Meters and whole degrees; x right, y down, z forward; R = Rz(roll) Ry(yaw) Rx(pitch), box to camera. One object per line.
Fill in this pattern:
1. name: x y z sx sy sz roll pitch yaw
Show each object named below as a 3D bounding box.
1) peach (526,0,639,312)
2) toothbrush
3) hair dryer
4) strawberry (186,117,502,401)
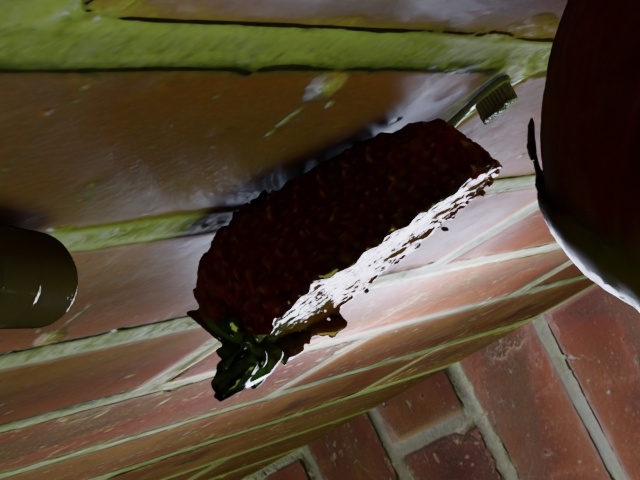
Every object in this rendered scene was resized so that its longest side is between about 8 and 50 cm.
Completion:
1. peach: 0.304 -0.087 0.724 0.370 0.370 0.370 -24 167 -6
2. toothbrush: 0.071 -0.060 1.063 0.018 0.024 0.257 -14 164 -42
3. hair dryer: -0.248 0.041 0.801 0.182 0.064 0.117 -20 171 13
4. strawberry: 0.000 0.000 1.007 0.286 0.106 0.188 -41 168 13
